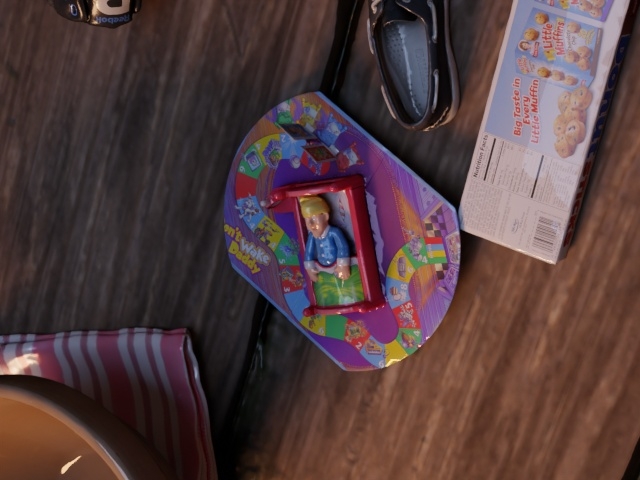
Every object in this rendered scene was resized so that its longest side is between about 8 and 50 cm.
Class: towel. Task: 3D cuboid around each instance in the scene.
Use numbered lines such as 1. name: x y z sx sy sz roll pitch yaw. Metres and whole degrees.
1. towel: -0.158 0.131 1.098 0.197 0.029 0.144 -4 98 28

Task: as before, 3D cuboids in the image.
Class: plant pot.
1. plant pot: -0.156 0.191 1.031 0.237 0.109 0.237 6 103 29

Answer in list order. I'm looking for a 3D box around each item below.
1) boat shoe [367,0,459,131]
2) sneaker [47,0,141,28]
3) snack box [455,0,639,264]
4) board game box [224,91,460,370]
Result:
1. boat shoe: 0.046 -0.122 0.929 0.046 0.038 0.125 -6 98 29
2. sneaker: -0.109 -0.174 0.948 0.217 0.079 0.121 34 133 54
3. snack box: 0.126 -0.080 0.906 0.064 0.022 0.178 22 110 24
4. board game box: 0.000 0.000 0.972 0.168 0.033 0.133 42 121 21
